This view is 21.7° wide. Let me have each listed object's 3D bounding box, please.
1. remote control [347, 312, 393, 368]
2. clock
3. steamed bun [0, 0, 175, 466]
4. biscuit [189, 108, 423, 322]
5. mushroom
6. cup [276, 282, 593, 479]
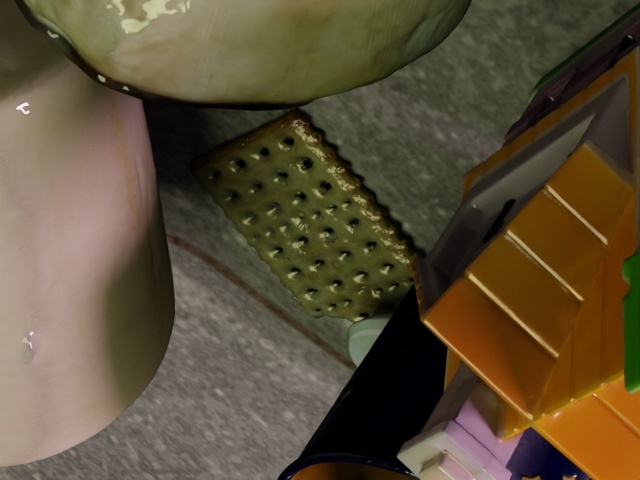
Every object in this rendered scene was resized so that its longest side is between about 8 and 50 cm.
[{"bbox_3d":[0.119,0.134,1.250,0.256,0.045,0.097,45,144,-22],"label":"remote control"},{"bbox_3d":[0.167,0.010,0.883,0.166,0.309,0.235,43,141,-8],"label":"clock"},{"bbox_3d":[-0.306,-0.082,1.156,0.456,0.290,0.371,18,134,24],"label":"steamed bun"},{"bbox_3d":[0.000,-0.001,1.229,0.144,0.016,0.203,-19,117,45],"label":"biscuit"},{"bbox_3d":[-0.026,-0.184,0.857,0.267,0.190,0.164,7,145,-12],"label":"mushroom"},{"bbox_3d":[0.101,0.135,1.101,0.178,0.256,0.255,27,140,11],"label":"cup"}]
